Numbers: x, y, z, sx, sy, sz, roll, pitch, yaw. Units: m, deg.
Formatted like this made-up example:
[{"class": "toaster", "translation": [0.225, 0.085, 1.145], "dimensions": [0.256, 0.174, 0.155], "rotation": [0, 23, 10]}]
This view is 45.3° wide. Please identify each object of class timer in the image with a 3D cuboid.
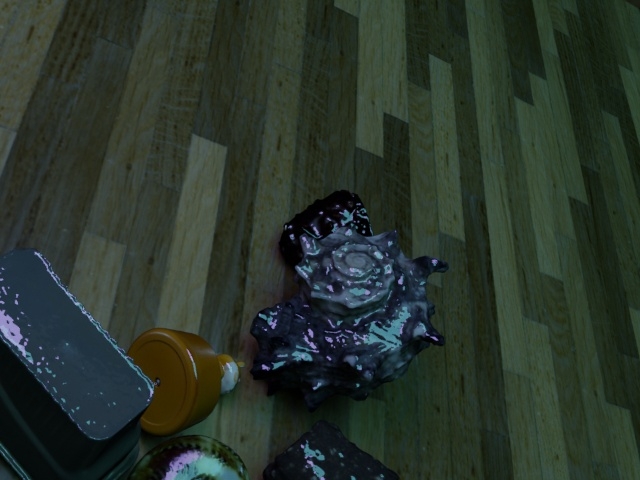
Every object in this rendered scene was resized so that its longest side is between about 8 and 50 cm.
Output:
[{"class": "timer", "translation": [-0.157, 0.177, 0.994], "dimensions": [0.152, 0.132, 0.132], "rotation": [6, 55, -56]}]

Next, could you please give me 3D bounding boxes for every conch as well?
[{"class": "conch", "translation": [0.032, 0.099, 1.073], "dimensions": [0.313, 0.186, 0.241], "rotation": [-41, 86, -7]}, {"class": "conch", "translation": [-0.145, 0.321, 0.882], "dimensions": [0.187, 0.124, 0.181], "rotation": [46, 40, 14]}]

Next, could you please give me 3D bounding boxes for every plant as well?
[{"class": "plant", "translation": [0.025, 0.336, 0.987], "dimensions": [0.132, 0.129, 0.194], "rotation": [-31, 77, -43]}]

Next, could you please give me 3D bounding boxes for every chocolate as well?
[{"class": "chocolate", "translation": [0.000, 0.000, 1.218], "dimensions": [0.133, 0.156, 0.156], "rotation": [-14, 67, -13]}]

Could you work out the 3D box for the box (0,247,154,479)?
[{"class": "box", "translation": [-0.306, 0.154, 0.851], "dimensions": [0.274, 0.178, 0.138], "rotation": [46, 47, 2]}]
